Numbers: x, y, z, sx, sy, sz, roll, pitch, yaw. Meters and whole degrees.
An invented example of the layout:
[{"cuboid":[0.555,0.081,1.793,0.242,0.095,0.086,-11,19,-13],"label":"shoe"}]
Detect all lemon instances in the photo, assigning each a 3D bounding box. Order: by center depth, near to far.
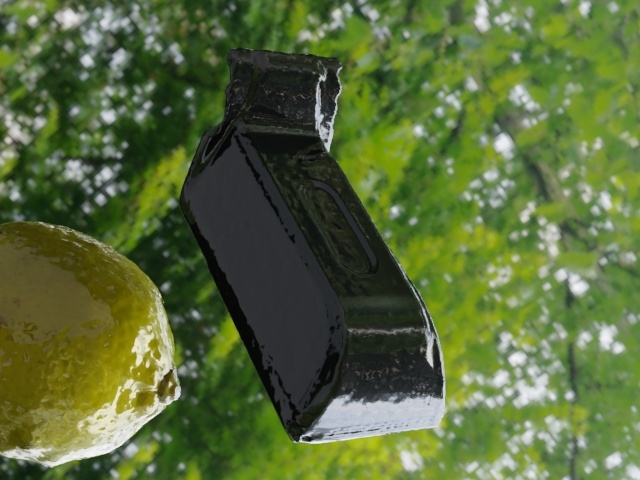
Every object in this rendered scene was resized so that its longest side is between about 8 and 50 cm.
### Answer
[{"cuboid":[-0.304,0.121,1.451,0.268,0.322,0.268,-59,172,-14],"label":"lemon"}]

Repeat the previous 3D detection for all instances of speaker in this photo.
[{"cuboid":[0.000,0.000,1.322,0.388,0.180,0.184,61,-43,35],"label":"speaker"}]
